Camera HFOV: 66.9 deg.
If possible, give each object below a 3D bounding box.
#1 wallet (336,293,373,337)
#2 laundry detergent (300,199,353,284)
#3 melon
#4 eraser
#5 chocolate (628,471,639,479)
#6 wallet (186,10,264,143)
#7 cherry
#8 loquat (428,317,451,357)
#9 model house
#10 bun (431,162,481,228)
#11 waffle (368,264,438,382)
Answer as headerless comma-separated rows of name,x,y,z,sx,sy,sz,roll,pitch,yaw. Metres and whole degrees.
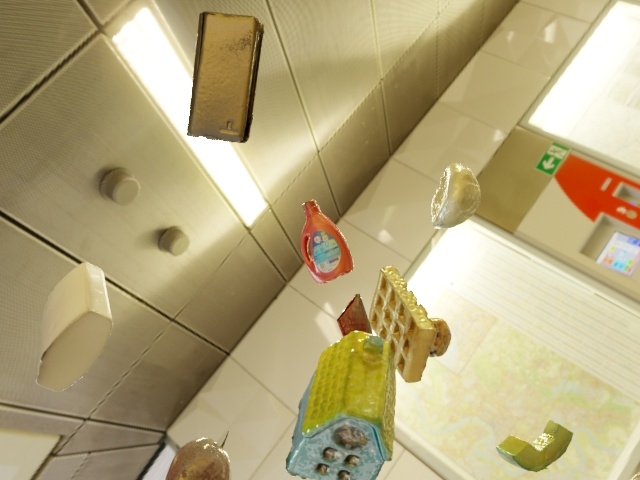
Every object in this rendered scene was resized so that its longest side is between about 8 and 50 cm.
wallet,0.096,0.238,1.192,0.103,0.020,0.197,-50,-51,-43
laundry detergent,0.000,0.000,0.974,0.097,0.166,0.049,-25,-8,19
melon,0.574,0.543,1.276,0.209,0.064,0.118,-27,-78,-14
eraser,-0.518,0.168,1.015,0.094,0.270,0.174,38,-92,-34
chocolate,0.630,0.487,0.718,0.331,0.384,0.383,-27,-20,16
wallet,-0.156,-0.261,0.784,0.031,0.110,0.198,-25,-55,-78
cherry,-0.377,0.738,1.514,0.266,0.183,0.214,-24,-77,-52
loquat,0.377,0.326,1.622,0.113,0.137,0.137,42,-99,-29
model house,0.066,0.360,1.059,0.237,0.215,0.304,-73,-2,-55
bun,0.349,-0.104,1.229,0.183,0.102,0.184,18,-90,-89
waffle,0.211,0.225,1.304,0.055,0.248,0.221,-9,-50,-20
